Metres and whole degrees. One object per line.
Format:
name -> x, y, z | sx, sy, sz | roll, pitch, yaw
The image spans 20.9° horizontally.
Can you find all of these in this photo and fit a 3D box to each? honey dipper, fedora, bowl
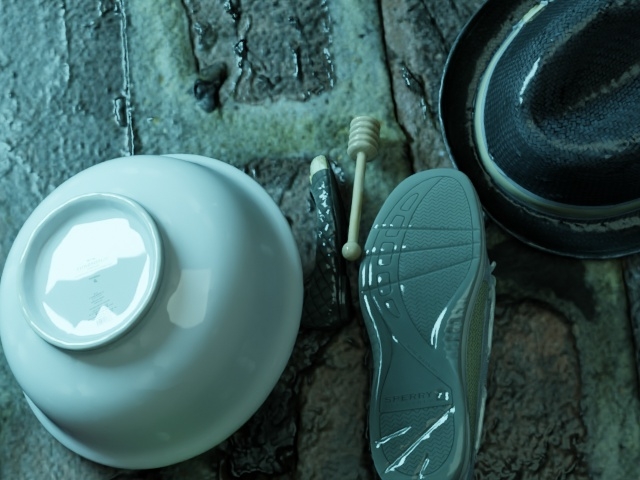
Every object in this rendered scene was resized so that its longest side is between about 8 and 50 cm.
honey dipper -> 0.035, -0.048, 1.649 | 0.030, 0.030, 0.161 | 8, 55, 1
fedora -> 0.279, -0.143, 1.619 | 0.334, 0.152, 0.334 | 0, 85, -1
bowl -> -0.175, 0.043, 1.534 | 0.297, 0.134, 0.298 | -8, 70, 21

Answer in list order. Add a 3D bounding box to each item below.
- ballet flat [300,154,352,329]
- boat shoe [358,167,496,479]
ballet flat -> 0.000, 0.000, 1.644 | 0.049, 0.057, 0.173 | -7, 70, 11
boat shoe -> 0.105, 0.089, 1.604 | 0.118, 0.103, 0.320 | -7, 66, 17
